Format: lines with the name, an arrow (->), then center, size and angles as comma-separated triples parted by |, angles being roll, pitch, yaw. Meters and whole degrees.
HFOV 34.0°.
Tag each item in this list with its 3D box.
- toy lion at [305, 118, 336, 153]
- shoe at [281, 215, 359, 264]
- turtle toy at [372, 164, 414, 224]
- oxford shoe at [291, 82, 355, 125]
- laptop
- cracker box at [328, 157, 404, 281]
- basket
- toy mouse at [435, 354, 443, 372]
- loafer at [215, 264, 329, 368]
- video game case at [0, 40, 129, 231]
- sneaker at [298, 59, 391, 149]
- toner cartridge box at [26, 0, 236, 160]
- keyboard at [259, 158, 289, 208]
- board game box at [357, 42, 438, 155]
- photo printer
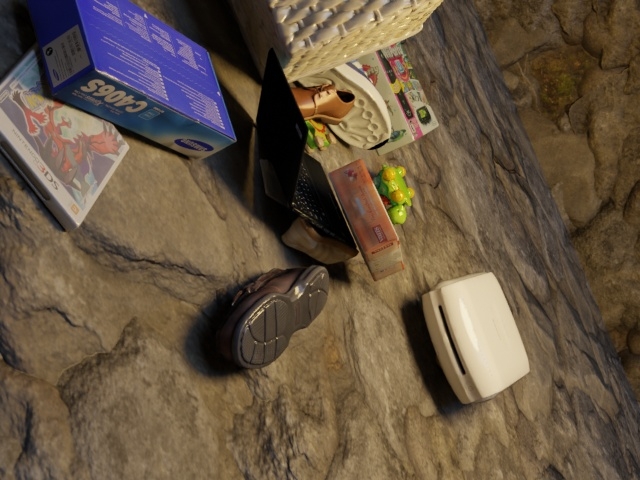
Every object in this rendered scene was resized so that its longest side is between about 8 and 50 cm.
toy lion -> -0.015, -0.219, 2.013 | 0.096, 0.034, 0.100 | 61, 24, 3
shoe -> 0.000, 0.000, 1.828 | 0.076, 0.058, 0.219 | 55, 14, 24
turtle toy -> 0.152, -0.097, 2.201 | 0.095, 0.066, 0.130 | -17, 85, -66
oxford shoe -> -0.015, -0.269, 1.969 | 0.212, 0.076, 0.076 | -4, 58, -51
laptop -> -0.013, -0.152, 1.755 | 0.264, 0.136, 0.234 | 31, 27, -41
cracker box -> 0.084, -0.031, 1.827 | 0.232, 0.067, 0.156 | 61, 6, -75
basket -> 0.003, -0.483, 1.822 | 0.266, 0.331, 0.328 | 170, -102, -81
toy mouse -> 0.277, 0.247, 2.201 | 0.161, 0.031, 0.143 | 64, 24, -6
loafer -> -0.085, 0.106, 1.537 | 0.302, 0.095, 0.109 | -32, 128, -61
video game case -> -0.327, -0.136, 1.299 | 0.183, 0.023, 0.201 | 55, 26, -24
sneaker -> 0.044, -0.364, 2.133 | 0.323, 0.130, 0.236 | 44, 36, -30
toner cartridge box -> -0.251, -0.234, 1.443 | 0.348, 0.075, 0.165 | 22, 47, -63
keyboard -> -0.030, -0.070, 1.872 | 0.256, 0.014, 0.072 | 30, 48, -53
board game box -> 0.142, -0.363, 2.383 | 0.303, 0.097, 0.224 | 64, 24, -4
photo printer -> 0.318, 0.196, 2.155 | 0.307, 0.107, 0.256 | -5, 74, -65
